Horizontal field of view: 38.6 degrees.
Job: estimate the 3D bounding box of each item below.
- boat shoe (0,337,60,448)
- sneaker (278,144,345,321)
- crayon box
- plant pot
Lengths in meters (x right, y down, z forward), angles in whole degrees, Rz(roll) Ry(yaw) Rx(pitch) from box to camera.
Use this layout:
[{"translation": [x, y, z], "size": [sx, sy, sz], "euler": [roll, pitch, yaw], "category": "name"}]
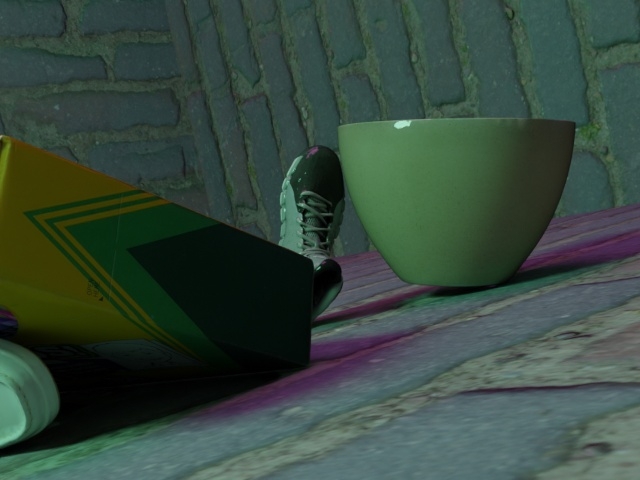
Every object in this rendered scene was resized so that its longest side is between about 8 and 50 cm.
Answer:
[{"translation": [-0.325, 0.135, 0.668], "size": [0.277, 0.098, 0.096], "euler": [-9, 17, 18], "category": "boat shoe"}, {"translation": [0.000, 0.000, 1.083], "size": [0.086, 0.229, 0.132], "euler": [12, 0, -22], "category": "sneaker"}, {"translation": [-0.243, 0.049, 0.775], "size": [0.362, 0.106, 0.313], "euler": [-12, -23, 38], "category": "crayon box"}, {"translation": [0.162, -0.045, 1.111], "size": [0.284, 0.191, 0.284], "euler": [0, 4, 0], "category": "plant pot"}]
